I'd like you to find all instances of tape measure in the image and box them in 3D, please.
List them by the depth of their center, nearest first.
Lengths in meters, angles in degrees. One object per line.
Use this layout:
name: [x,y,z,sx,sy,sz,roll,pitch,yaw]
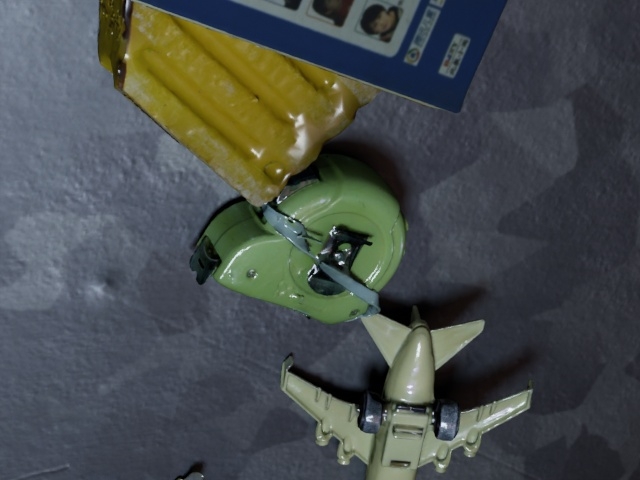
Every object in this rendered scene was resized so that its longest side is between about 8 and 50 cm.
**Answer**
tape measure: [0.000,0.000,1.734,0.177,0.087,0.154,22,109,-34]

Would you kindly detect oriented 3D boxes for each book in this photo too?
book: [0.004,-0.287,1.519,0.428,0.039,0.300,17,100,-38]

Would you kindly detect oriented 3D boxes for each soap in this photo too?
soap: [-0.085,-0.161,1.602,0.160,0.080,0.257,-45,126,5]

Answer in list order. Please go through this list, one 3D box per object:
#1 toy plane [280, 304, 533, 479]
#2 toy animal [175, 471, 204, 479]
toy plane: [0.077,0.177,1.875,0.242,0.104,0.256,5,112,-8]
toy animal: [-0.198,0.321,1.846,0.219,0.095,0.155,-15,120,-13]
